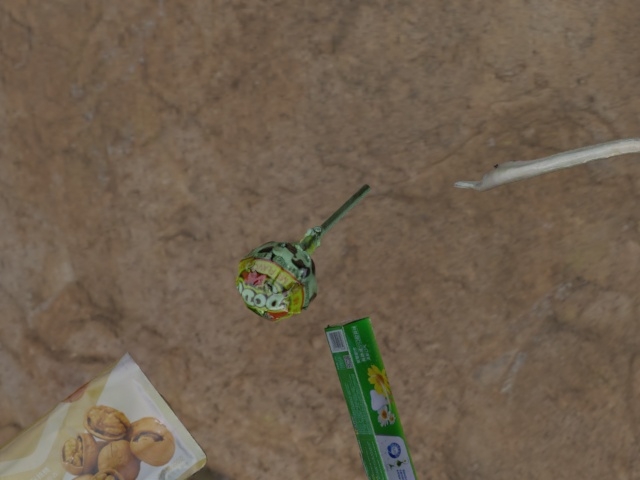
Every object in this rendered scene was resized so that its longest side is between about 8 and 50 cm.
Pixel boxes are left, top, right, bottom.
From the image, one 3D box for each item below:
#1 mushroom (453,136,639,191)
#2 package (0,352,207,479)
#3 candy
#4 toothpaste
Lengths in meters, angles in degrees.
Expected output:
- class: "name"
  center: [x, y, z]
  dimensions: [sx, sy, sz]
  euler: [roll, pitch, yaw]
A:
- class: "mushroom"
  center: [0.252, -0.081, 1.212]
  dimensions: [0.306, 0.068, 0.043]
  euler: [-8, 62, 43]
- class: "package"
  center: [-0.365, 0.327, 1.650]
  dimensions: [0.221, 0.311, 0.165]
  euler: [55, 167, -21]
- class: "candy"
  center: [0.000, 0.000, 1.321]
  dimensions: [0.091, 0.305, 0.083]
  euler: [23, 126, 18]
- class: "toothpaste"
  center: [0.050, 0.164, 1.083]
  dimensions: [0.043, 0.037, 0.179]
  euler: [-20, 87, 60]
